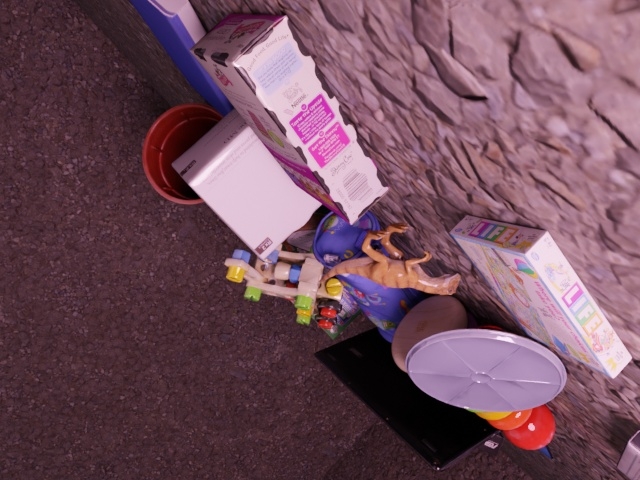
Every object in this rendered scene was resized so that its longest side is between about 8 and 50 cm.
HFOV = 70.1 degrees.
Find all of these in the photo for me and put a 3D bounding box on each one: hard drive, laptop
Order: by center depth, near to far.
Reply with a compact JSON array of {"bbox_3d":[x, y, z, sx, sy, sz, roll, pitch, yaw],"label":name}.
[{"bbox_3d":[-0.233,-0.335,0.804,0.210,0.040,0.319,45,175,19],"label":"hard drive"},{"bbox_3d":[0.257,0.374,1.034,0.382,0.407,0.237,29,126,51],"label":"laptop"}]

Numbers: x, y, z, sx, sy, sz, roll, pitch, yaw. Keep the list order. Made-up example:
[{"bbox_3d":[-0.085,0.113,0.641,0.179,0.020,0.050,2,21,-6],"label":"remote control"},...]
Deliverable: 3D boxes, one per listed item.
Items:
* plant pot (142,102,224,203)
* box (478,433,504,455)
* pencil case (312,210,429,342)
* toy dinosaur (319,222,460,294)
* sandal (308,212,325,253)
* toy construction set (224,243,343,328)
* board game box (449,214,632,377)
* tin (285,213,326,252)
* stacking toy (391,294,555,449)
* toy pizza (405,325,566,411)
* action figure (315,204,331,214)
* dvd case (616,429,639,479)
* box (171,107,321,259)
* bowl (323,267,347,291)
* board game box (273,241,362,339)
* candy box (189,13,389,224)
[{"bbox_3d":[-0.328,-0.224,1.339,0.272,0.272,0.265,45,-177,7],"label":"plant pot"},{"bbox_3d":[0.423,0.536,1.411,0.216,0.060,0.270,20,-176,7],"label":"box"},{"bbox_3d":[0.103,0.070,0.808,0.133,0.119,0.306,23,159,46],"label":"pencil case"},{"bbox_3d":[0.079,0.035,0.622,0.211,0.064,0.112,8,114,24],"label":"toy dinosaur"},{"bbox_3d":[-0.010,-0.010,1.169,0.169,0.102,0.416,44,175,23],"label":"sandal"},{"bbox_3d":[-0.057,0.086,0.915,0.214,0.151,0.328,13,172,2],"label":"toy construction set"},{"bbox_3d":[0.194,0.047,0.411,0.154,0.026,0.103,48,174,-19],"label":"board game box"},{"bbox_3d":[-0.003,-0.008,0.969,0.189,0.106,0.040,22,-121,-52],"label":"tin"},{"bbox_3d":[0.277,0.238,0.758,0.330,0.141,0.141,41,176,-16],"label":"stacking toy"},{"bbox_3d":[0.216,0.171,0.611,0.201,0.032,0.201,10,138,9],"label":"toy pizza"},{"bbox_3d":[-0.089,-0.107,0.959,0.232,0.063,0.137,11,138,47],"label":"action figure"},{"bbox_3d":[0.442,0.315,0.480,0.238,0.029,0.179,42,174,41],"label":"dvd case"},{"bbox_3d":[-0.098,-0.103,0.720,0.182,0.181,0.119,51,172,-37],"label":"box"},{"bbox_3d":[0.088,0.068,1.010,0.170,0.080,0.170,27,165,8],"label":"bowl"},{"bbox_3d":[0.003,0.111,1.381,0.317,0.213,0.046,47,175,0],"label":"board game box"},{"bbox_3d":[-0.033,-0.141,0.534,0.233,0.071,0.159,50,174,-39],"label":"candy box"}]
